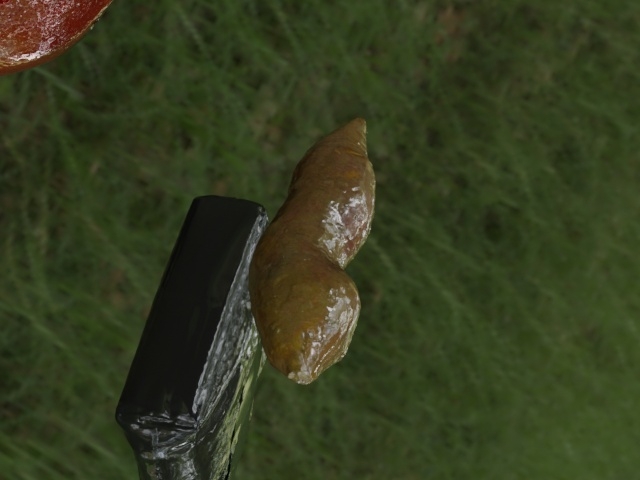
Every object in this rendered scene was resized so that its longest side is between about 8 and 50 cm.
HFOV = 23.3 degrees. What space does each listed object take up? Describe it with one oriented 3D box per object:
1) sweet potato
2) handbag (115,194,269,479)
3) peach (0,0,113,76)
[{"bbox_3d":[-0.003,0.001,0.840,0.218,0.065,0.051,-79,157,-49],"label":"sweet potato"},{"bbox_3d":[-0.089,0.116,1.288,0.223,0.080,0.247,84,19,-52],"label":"handbag"},{"bbox_3d":[-0.294,-0.279,1.398,0.275,0.248,0.245,-29,-171,23],"label":"peach"}]
